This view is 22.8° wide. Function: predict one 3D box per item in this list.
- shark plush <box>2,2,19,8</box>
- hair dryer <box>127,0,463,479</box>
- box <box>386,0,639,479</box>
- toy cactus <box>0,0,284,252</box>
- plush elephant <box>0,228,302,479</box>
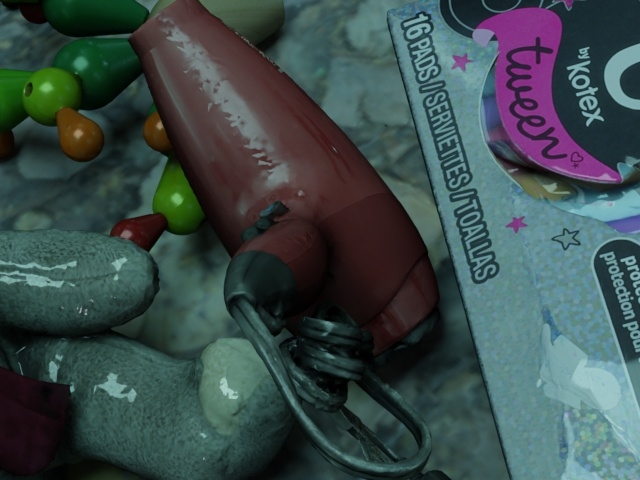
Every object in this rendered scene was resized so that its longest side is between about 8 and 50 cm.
[{"bbox_3d":[-0.153,-0.210,0.938,0.073,0.067,0.161,-1,58,16],"label":"shark plush"},{"bbox_3d":[0.000,0.000,0.662,0.080,0.223,0.293,-34,55,0],"label":"hair dryer"},{"bbox_3d":[0.132,0.021,0.647,0.142,0.163,0.247,-17,55,6],"label":"box"},{"bbox_3d":[-0.099,-0.086,0.839,0.180,0.112,0.219,-27,50,-25],"label":"toy cactus"},{"bbox_3d":[-0.212,0.052,0.663,0.330,0.255,0.272,33,75,32],"label":"plush elephant"}]
